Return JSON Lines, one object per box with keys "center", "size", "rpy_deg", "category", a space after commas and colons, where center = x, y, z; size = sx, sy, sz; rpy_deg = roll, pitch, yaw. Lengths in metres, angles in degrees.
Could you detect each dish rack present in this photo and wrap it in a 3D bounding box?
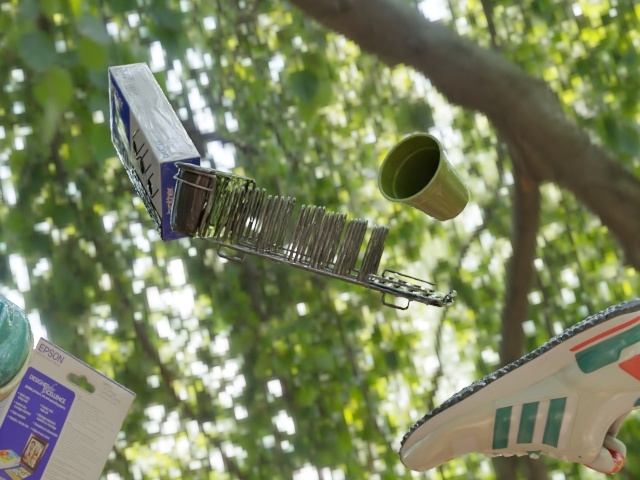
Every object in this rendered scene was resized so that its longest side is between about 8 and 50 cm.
{"center": [0.000, 0.000, 1.311], "size": [0.271, 0.074, 0.208], "rpy_deg": [17, 4, 7], "category": "dish rack"}

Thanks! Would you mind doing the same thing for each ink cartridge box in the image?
{"center": [-0.376, 0.268, 1.971], "size": [0.045, 0.208, 0.206], "rpy_deg": [5, -26, 42], "category": "ink cartridge box"}
{"center": [-0.177, -0.097, 1.484], "size": [0.046, 0.207, 0.097], "rpy_deg": [-11, -53, -18], "category": "ink cartridge box"}

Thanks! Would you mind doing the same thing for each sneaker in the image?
{"center": [0.116, 0.097, 0.725], "size": [0.161, 0.075, 0.057], "rpy_deg": [-33, -7, 23], "category": "sneaker"}

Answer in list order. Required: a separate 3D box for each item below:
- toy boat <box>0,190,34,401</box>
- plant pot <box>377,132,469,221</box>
{"center": [-0.458, 0.049, 1.682], "size": [0.267, 0.318, 0.148], "rpy_deg": [20, -55, -11], "category": "toy boat"}
{"center": [0.118, -0.060, 1.495], "size": [0.083, 0.083, 0.079], "rpy_deg": [-25, -42, 30], "category": "plant pot"}
